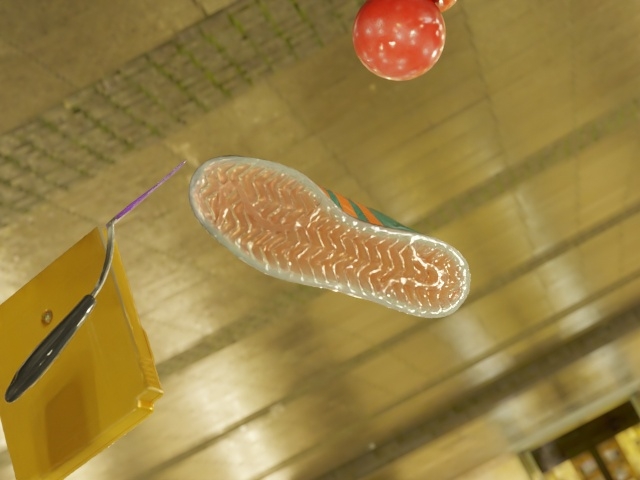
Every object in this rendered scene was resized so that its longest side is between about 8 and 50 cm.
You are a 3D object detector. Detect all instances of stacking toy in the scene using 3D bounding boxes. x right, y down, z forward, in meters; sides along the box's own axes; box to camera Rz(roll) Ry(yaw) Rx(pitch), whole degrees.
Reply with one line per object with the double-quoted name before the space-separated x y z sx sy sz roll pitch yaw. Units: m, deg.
"stacking toy" 0.106 -0.310 1.361 0.141 0.141 0.330 90 18 -73

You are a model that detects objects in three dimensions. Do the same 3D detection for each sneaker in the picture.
"sneaker" 0.000 0.000 1.422 0.108 0.302 0.121 -67 -168 -3

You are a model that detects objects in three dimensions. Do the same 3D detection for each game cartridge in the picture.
"game cartridge" -0.383 0.184 2.115 0.285 0.323 0.053 -36 146 21

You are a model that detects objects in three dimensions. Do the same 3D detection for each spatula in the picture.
"spatula" -0.212 0.032 1.314 0.084 0.030 0.296 -31 -153 59
